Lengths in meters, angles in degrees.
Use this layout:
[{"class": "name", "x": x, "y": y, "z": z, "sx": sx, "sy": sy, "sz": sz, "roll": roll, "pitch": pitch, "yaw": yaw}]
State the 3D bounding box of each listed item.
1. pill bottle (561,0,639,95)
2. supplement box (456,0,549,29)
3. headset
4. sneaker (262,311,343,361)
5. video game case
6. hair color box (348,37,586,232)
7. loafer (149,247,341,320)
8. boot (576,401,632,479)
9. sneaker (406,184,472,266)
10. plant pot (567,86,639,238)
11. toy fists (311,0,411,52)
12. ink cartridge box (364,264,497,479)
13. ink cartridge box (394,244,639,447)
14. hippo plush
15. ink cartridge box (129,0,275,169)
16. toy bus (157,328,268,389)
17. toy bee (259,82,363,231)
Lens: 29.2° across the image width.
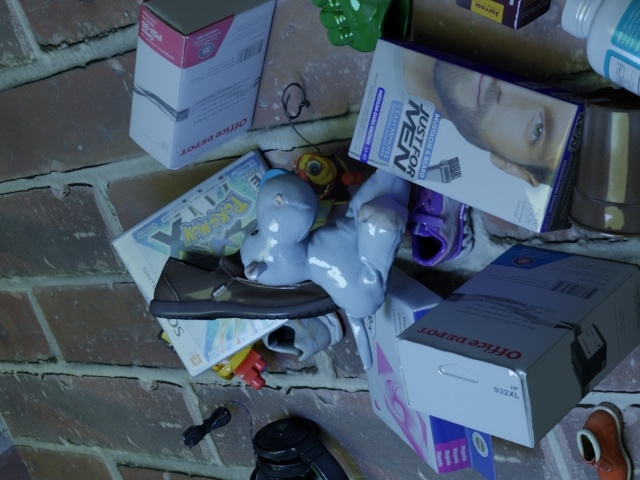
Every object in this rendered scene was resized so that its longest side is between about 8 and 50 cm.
[{"class": "pill bottle", "x": 0.426, "y": -0.236, "z": 1.479, "sx": 0.264, "sy": 0.146, "sz": 0.146, "roll": 35, "pitch": 137, "yaw": 25}, {"class": "supplement box", "x": 0.250, "y": -0.387, "z": 1.609, "sx": 0.104, "sy": 0.081, "sz": 0.188, "roll": 29, "pitch": 135, "yaw": 29}, {"class": "headset", "x": -0.097, "y": 0.472, "z": 2.499, "sx": 0.394, "sy": 0.185, "sz": 0.243, "roll": 37, "pitch": 138, "yaw": 31}, {"class": "sneaker", "x": -0.089, "y": 0.144, "z": 2.311, "sx": 0.262, "sy": 0.121, "sz": 0.099, "roll": 22, "pitch": 131, "yaw": 37}, {"class": "video game case", "x": -0.175, "y": 0.045, "z": 2.237, "sx": 0.329, "sy": 0.036, "sz": 0.300, "roll": -31, "pitch": 88, "yaw": 14}, {"class": "hair color box", "x": 0.216, "y": -0.155, "z": 1.745, "sx": 0.339, "sy": 0.110, "sz": 0.185, "roll": 24, "pitch": 109, "yaw": 32}, {"class": "loafer", "x": -0.129, "y": 0.073, "z": 2.141, "sx": 0.366, "sy": 0.134, "sz": 0.130, "roll": -1, "pitch": 85, "yaw": 14}, {"class": "boot", "x": 0.439, "y": 0.341, "z": 1.924, "sx": 0.059, "sy": 0.085, "sz": 0.158, "roll": 5, "pitch": 121, "yaw": 43}, {"class": "sneaker", "x": 0.178, "y": -0.056, "z": 1.902, "sx": 0.095, "sy": 0.104, "sz": 0.236, "roll": 21, "pitch": 129, "yaw": 38}, {"class": "plant pot", "x": 0.404, "y": -0.108, "z": 1.592, "sx": 0.167, "sy": 0.167, "sz": 0.165, "roll": 15, "pitch": 119, "yaw": 40}, {"class": "toy fists", "x": 0.050, "y": -0.399, "z": 1.790, "sx": 0.142, "sy": 0.096, "sz": 0.279, "roll": 29, "pitch": 142, "yaw": 32}, {"class": "ink cartridge box", "x": 0.162, "y": 0.218, "z": 2.055, "sx": 0.330, "sy": 0.071, "sz": 0.324, "roll": 37, "pitch": 143, "yaw": 58}, {"class": "ink cartridge box", "x": 0.290, "y": 0.141, "z": 1.758, "sx": 0.223, "sy": 0.307, "sz": 0.129, "roll": 12, "pitch": 124, "yaw": 42}, {"class": "hippo plush", "x": 0.000, "y": 0.000, "z": 1.917, "sx": 0.237, "sy": 0.234, "sz": 0.294, "roll": 12, "pitch": 113, "yaw": -1}, {"class": "ink cartridge box", "x": -0.203, "y": -0.286, "z": 2.057, "sx": 0.117, "sy": 0.207, "sz": 0.283, "roll": 38, "pitch": 138, "yaw": 23}, {"class": "toy bus", "x": -0.188, "y": 0.204, "z": 2.387, "sx": 0.211, "sy": 0.149, "sz": 0.220, "roll": 41, "pitch": 176, "yaw": 12}, {"class": "toy bee", "x": -0.019, "y": -0.083, "z": 2.020, "sx": 0.162, "sy": 0.195, "sz": 0.298, "roll": 19, "pitch": 127, "yaw": 32}]
